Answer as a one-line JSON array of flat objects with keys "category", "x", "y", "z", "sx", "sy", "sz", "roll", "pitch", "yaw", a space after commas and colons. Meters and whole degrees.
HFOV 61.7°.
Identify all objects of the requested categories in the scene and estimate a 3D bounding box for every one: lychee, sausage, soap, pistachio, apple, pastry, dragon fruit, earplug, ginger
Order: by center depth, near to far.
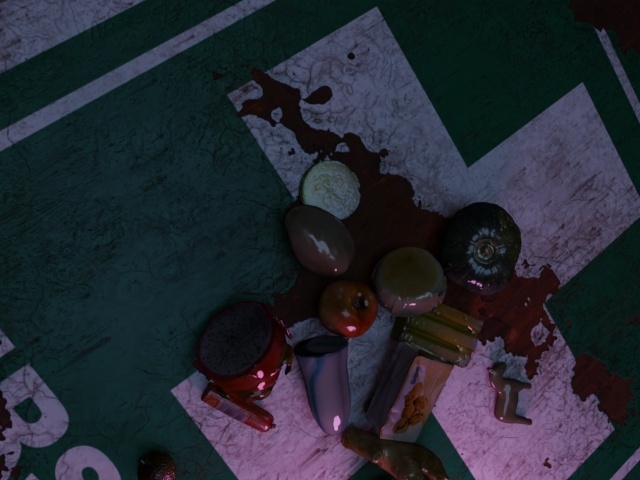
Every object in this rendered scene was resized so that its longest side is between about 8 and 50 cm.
[{"category": "lychee", "x": -0.500, "y": 0.705, "z": 1.635, "sx": 0.114, "sy": 0.114, "sz": 0.146, "roll": -37, "pitch": 122, "yaw": -16}, {"category": "dragon fruit", "x": -0.218, "y": 0.359, "z": 1.663, "sx": 0.305, "sy": 0.305, "sz": 0.225, "roll": -45, "pitch": 132, "yaw": -14}, {"category": "sausage", "x": -0.256, "y": 0.548, "z": 1.740, "sx": 0.274, "sy": 0.074, "sz": 0.074, "roll": 34, "pitch": 79, "yaw": -16}, {"category": "pistachio", "x": 0.000, "y": 0.000, "z": 1.774, "sx": 0.197, "sy": 0.166, "sz": 0.288, "roll": -38, "pitch": 103, "yaw": -4}, {"category": "earplug", "x": 0.022, "y": 0.500, "z": 1.794, "sx": 0.185, "sy": 0.185, "sz": 0.323, "roll": -11, "pitch": 100, "yaw": -19}, {"category": "apple", "x": 0.091, "y": 0.226, "z": 1.804, "sx": 0.210, "sy": 0.164, "sz": 0.209, "roll": 7, "pitch": 72, "yaw": -23}, {"category": "ginger", "x": 0.256, "y": 0.769, "z": 1.828, "sx": 0.376, "sy": 0.236, "sz": 0.165, "roll": 8, "pitch": 119, "yaw": -9}, {"category": "pastry", "x": 0.304, "y": 0.144, "z": 1.855, "sx": 0.265, "sy": 0.264, "sz": 0.133, "roll": -29, "pitch": 144, "yaw": -17}, {"category": "soap", "x": 0.429, "y": 0.329, "z": 1.975, "sx": 0.315, "sy": 0.091, "sz": 0.199, "roll": 23, "pitch": 84, "yaw": -19}]

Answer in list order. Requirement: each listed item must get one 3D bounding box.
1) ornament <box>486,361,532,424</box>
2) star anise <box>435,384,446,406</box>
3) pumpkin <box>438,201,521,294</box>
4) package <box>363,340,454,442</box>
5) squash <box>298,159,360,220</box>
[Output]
[{"category": "ornament", "x": 0.738, "y": 0.598, "z": 2.101, "sx": 0.245, "sy": 0.061, "sz": 0.230, "roll": 15, "pitch": 84, "yaw": -23}, {"category": "star anise", "x": 0.379, "y": 0.541, "z": 1.983, "sx": 0.141, "sy": 0.144, "sz": 0.158, "roll": 9, "pitch": 77, "yaw": 25}, {"category": "pumpkin", "x": 0.581, "y": 0.027, "z": 1.938, "sx": 0.292, "sy": 0.257, "sz": 0.327, "roll": 28, "pitch": 88, "yaw": -5}, {"category": "package", "x": 0.290, "y": 0.516, "z": 1.862, "sx": 0.221, "sy": 0.165, "sz": 0.311, "roll": 21, "pitch": 96, "yaw": -37}, {"category": "squash", "x": 0.031, "y": -0.172, "z": 1.858, "sx": 0.220, "sy": 0.041, "sz": 0.219, "roll": 0, "pitch": 88, "yaw": -15}]
